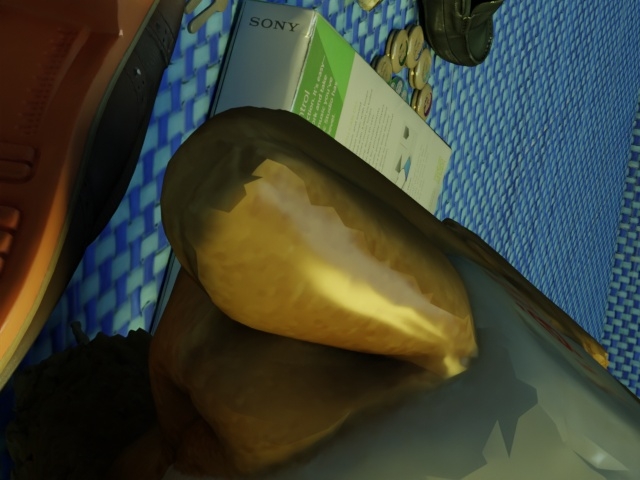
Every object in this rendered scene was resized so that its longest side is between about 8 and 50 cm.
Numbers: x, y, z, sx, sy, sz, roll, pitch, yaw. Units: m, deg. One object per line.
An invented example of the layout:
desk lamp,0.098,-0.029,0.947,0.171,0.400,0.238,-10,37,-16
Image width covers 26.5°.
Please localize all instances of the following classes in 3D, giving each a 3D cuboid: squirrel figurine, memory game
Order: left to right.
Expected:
squirrel figurine,-0.039,0.163,0.533,0.370,0.281,0.397,-48,-173,9
memory game,0.061,-0.086,1.128,0.186,0.012,0.186,12,90,-71

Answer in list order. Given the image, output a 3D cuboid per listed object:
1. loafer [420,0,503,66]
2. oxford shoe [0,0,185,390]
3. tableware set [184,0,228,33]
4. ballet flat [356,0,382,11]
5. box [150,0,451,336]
loafer,0.123,-0.208,1.126,0.223,0.078,0.076,59,47,-63
oxford shoe,-0.129,0.001,0.492,0.133,0.129,0.364,84,26,-56
tableware set,-0.054,-0.188,0.739,0.154,0.024,0.104,-56,148,-45
ballet flat,0.057,-0.242,0.998,0.057,0.049,0.173,-22,-137,60
box,0.000,0.000,0.931,0.322,0.058,0.232,32,72,-68
